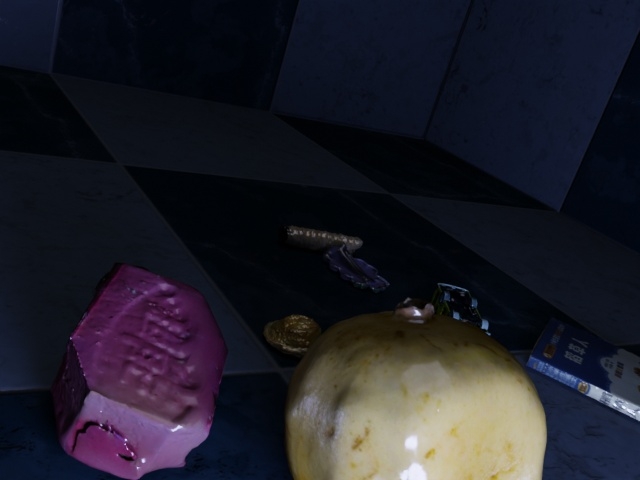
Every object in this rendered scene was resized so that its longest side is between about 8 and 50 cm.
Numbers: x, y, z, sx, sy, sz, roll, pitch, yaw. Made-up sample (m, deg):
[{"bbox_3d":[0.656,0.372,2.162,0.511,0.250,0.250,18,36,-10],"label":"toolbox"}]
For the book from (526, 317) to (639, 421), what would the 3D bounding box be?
[{"bbox_3d":[0.689,0.316,1.507,0.428,0.039,0.300,25,21,20],"label":"book"}]

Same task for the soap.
[{"bbox_3d":[-0.247,0.175,0.936,0.220,0.127,0.324,20,28,-8],"label":"soap"}]

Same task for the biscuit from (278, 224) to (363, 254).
[{"bbox_3d":[0.000,0.000,1.737,0.219,0.055,0.061,9,-20,-23],"label":"biscuit"}]

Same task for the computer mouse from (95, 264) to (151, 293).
[{"bbox_3d":[-0.356,0.075,1.260,0.079,0.047,0.135,24,23,19],"label":"computer mouse"}]

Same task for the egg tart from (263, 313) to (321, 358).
[{"bbox_3d":[-0.044,0.172,1.263,0.129,0.049,0.129,14,19,-5],"label":"egg tart"}]

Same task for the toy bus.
[{"bbox_3d":[0.289,0.174,1.458,0.088,0.101,0.175,14,25,-11],"label":"toy bus"}]

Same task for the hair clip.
[{"bbox_3d":[0.091,0.066,1.659,0.124,0.052,0.195,-8,36,-39],"label":"hair clip"}]

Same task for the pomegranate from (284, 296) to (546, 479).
[{"bbox_3d":[0.116,0.233,0.860,0.333,0.332,0.332,16,20,-6],"label":"pomegranate"}]
